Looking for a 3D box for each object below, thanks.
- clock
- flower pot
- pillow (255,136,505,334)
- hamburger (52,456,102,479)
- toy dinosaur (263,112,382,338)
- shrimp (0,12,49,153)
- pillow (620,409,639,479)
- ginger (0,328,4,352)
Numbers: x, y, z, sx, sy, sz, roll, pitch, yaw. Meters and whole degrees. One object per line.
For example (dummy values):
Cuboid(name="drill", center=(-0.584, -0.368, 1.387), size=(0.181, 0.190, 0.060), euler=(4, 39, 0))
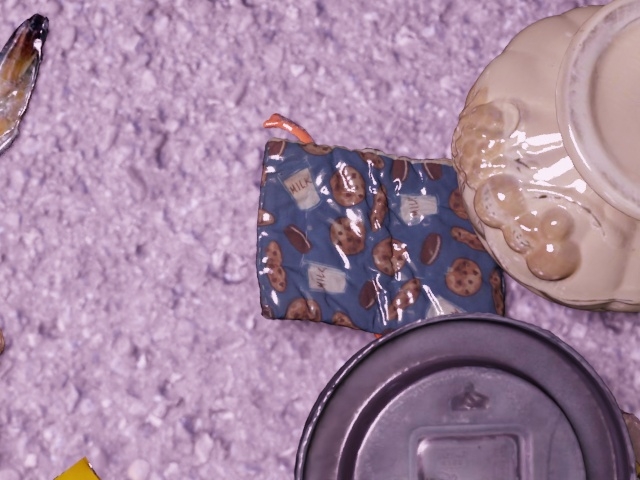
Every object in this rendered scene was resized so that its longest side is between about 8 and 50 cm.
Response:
Cuboid(name="clock", center=(0.130, 0.223, 1.293), size=(0.318, 0.066, 0.319), euler=(0, 89, -10))
Cuboid(name="flower pot", center=(0.282, -0.092, 1.300), size=(0.307, 0.244, 0.308), euler=(2, 77, -8))
Cuboid(name="pillow", center=(0.060, -0.001, 1.371), size=(0.255, 0.034, 0.189), euler=(6, 72, -16))
Cuboid(name="hamburger", center=(-0.224, 0.339, 1.299), size=(0.243, 0.139, 0.262), euler=(-37, 87, -5))
Cuboid(name="toy dinosaur", center=(-0.001, 0.001, 1.397), size=(0.101, 0.055, 0.280), euler=(-29, 82, -15))
Cuboid(name="shrimp", center=(-0.374, -0.219, 1.420), size=(0.233, 0.071, 0.365), euler=(29, 82, -6))
Cuboid(name="pillow", center=(0.254, 0.280, 1.366), size=(0.232, 0.038, 0.131), euler=(-44, 93, -8))
Cuboid(name="ginger", center=(-0.374, 0.139, 1.358), size=(0.133, 0.059, 0.214), euler=(1, 69, -6))
